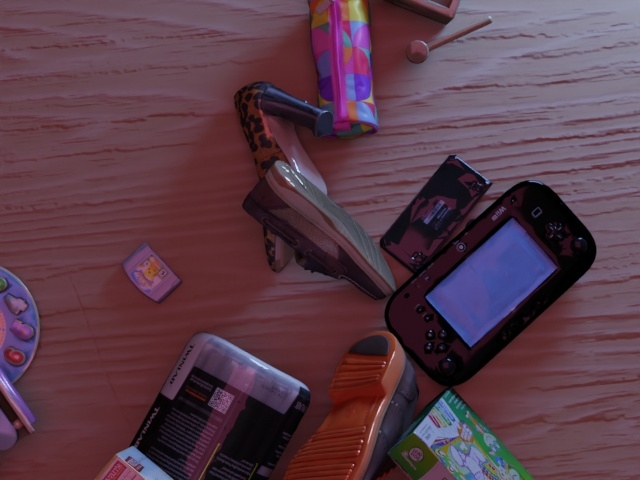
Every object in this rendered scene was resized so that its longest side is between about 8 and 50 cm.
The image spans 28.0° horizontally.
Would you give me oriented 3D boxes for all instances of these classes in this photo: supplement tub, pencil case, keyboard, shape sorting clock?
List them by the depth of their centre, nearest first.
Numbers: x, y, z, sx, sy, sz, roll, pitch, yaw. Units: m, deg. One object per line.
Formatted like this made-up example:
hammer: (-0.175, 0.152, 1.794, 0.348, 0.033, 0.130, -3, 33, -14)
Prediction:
supplement tub: (-0.164, 0.301, 1.780, 0.194, 0.193, 0.316, 29, 83, 3)
shape sorting clock: (-0.514, 0.130, 1.875, 0.206, 0.040, 0.206, 0, 83, 0)
pencil case: (0.031, -0.269, 1.905, 0.104, 0.104, 0.236, -6, 83, -1)
keyboard: (0.182, -0.030, 1.914, 0.108, 0.023, 0.180, 39, 85, 11)

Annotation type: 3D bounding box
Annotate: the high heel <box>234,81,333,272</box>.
high heel: (-0.079, -0.099, 1.912, 0.186, 0.093, 0.261, 27, 110, 39)

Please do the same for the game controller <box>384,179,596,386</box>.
game controller: (0.247, 0.061, 1.871, 0.319, 0.067, 0.166, -42, 99, -6)

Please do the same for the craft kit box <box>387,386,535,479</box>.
craft kit box: (0.217, 0.333, 1.752, 0.061, 0.250, 0.246, -40, 86, 18)

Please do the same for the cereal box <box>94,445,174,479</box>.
cereal box: (-0.165, 0.349, 1.591, 0.240, 0.173, 0.047, 39, 85, 3)

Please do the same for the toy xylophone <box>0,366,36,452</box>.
toy xylophone: (-0.571, 0.280, 1.817, 0.323, 0.081, 0.236, -43, 93, -1)

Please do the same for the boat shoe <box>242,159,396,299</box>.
boat shoe: (0.000, 0.000, 1.826, 0.092, 0.103, 0.285, -37, 128, 15)

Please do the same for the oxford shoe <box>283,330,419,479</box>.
oxford shoe: (0.056, 0.298, 1.750, 0.132, 0.130, 0.363, 53, 48, -30)

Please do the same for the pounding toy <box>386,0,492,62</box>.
pounding toy: (0.169, -0.361, 1.926, 0.181, 0.094, 0.206, 21, 92, -3)

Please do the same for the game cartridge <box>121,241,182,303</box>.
game cartridge: (-0.252, 0.050, 1.901, 0.056, 0.017, 0.083, -44, 85, -2)
